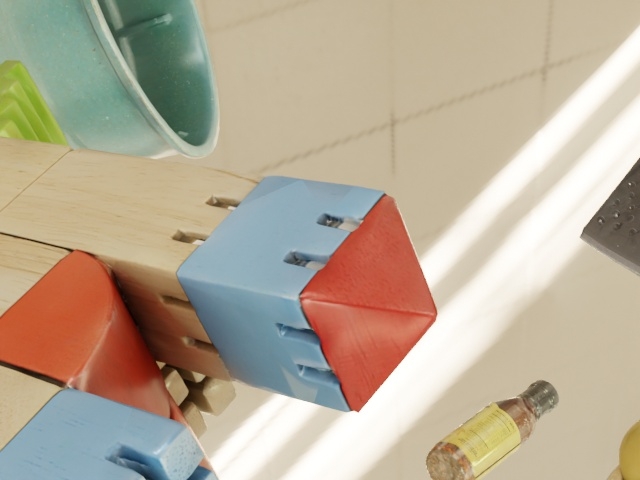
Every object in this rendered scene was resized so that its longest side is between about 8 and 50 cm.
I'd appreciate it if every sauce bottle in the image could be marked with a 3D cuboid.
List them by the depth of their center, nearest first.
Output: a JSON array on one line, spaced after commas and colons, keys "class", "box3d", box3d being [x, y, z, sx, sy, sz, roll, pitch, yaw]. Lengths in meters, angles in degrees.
[{"class": "sauce bottle", "box3d": [0.133, 0.145, 1.010, 0.128, 0.042, 0.042, -27, 144, -40]}]

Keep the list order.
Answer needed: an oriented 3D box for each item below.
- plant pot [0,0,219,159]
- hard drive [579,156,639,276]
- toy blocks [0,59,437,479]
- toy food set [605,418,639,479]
[{"class": "plant pot", "box3d": [-0.317, -0.187, 1.300, 0.334, 0.341, 0.341, -20, 142, 11]}, {"class": "hard drive", "box3d": [0.243, -0.019, 0.576, 0.054, 0.254, 0.172, 42, 83, -28]}, {"class": "toy blocks", "box3d": [-0.127, 0.097, 0.406, 0.381, 0.261, 0.191, -48, 131, -32]}, {"class": "toy food set", "box3d": [0.188, 0.142, 0.643, 0.192, 0.132, 0.038, -34, 150, -10]}]
